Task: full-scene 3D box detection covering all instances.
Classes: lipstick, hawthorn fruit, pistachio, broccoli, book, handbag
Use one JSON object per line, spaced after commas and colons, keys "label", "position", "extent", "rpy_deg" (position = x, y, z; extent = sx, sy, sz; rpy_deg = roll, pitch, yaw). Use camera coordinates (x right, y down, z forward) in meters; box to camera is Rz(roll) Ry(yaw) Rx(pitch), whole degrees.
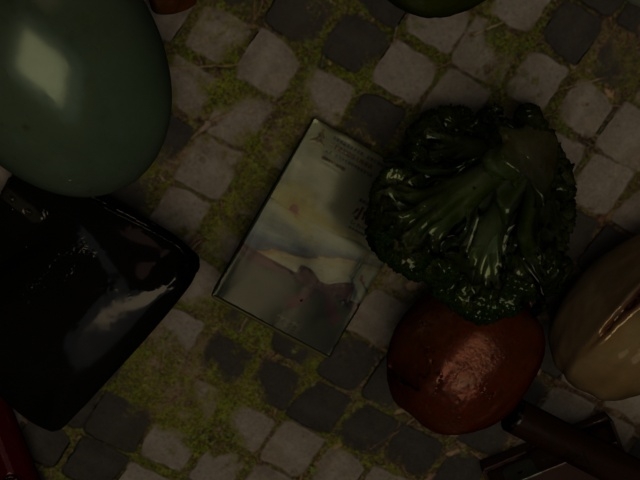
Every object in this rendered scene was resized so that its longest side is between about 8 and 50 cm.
{"label": "lipstick", "position": [0.424, 0.328, 2.099], "extent": [0.357, 0.057, 0.057], "rpy_deg": [28, 107, -15]}
{"label": "hawthorn fruit", "position": [0.229, 0.138, 2.020], "extent": [0.299, 0.211, 0.211], "rpy_deg": [-43, 109, 9]}
{"label": "pistachio", "position": [0.465, 0.089, 2.024], "extent": [0.318, 0.214, 0.193], "rpy_deg": [-47, 71, 8]}
{"label": "broccoli", "position": [0.216, -0.059, 1.890], "extent": [0.304, 0.321, 0.283], "rpy_deg": [12, 153, -11]}
{"label": "lipstick", "position": [-0.456, 0.337, 2.106], "extent": [0.073, 0.073, 0.279], "rpy_deg": [-17, 111, 2]}
{"label": "book", "position": [0.000, 0.000, 1.995], "extent": [0.201, 0.026, 0.289], "rpy_deg": [29, 91, -15]}
{"label": "handbag", "position": [-0.372, 0.064, 1.969], "extent": [0.288, 0.152, 0.342], "rpy_deg": [41, 100, -7]}

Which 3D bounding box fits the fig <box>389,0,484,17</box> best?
{"label": "fig", "position": [0.194, -0.390, 1.800], "extent": [0.314, 0.233, 0.233], "rpy_deg": [0, 114, -29]}

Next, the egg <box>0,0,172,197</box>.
{"label": "egg", "position": [-0.339, -0.231, 1.774], "extent": [0.276, 0.276, 0.389], "rpy_deg": [-29, 113, 7]}

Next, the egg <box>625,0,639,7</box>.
{"label": "egg", "position": [0.481, -0.374, 1.860], "extent": [0.209, 0.151, 0.151], "rpy_deg": [-26, 112, 9]}

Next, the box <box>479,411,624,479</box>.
{"label": "box", "position": [0.382, 0.401, 2.200], "extent": [0.215, 0.086, 0.215], "rpy_deg": [-22, 112, 3]}

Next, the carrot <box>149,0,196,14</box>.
{"label": "carrot", "position": [-0.205, -0.389, 1.829], "extent": [0.087, 0.087, 0.193], "rpy_deg": [-18, 115, 2]}
